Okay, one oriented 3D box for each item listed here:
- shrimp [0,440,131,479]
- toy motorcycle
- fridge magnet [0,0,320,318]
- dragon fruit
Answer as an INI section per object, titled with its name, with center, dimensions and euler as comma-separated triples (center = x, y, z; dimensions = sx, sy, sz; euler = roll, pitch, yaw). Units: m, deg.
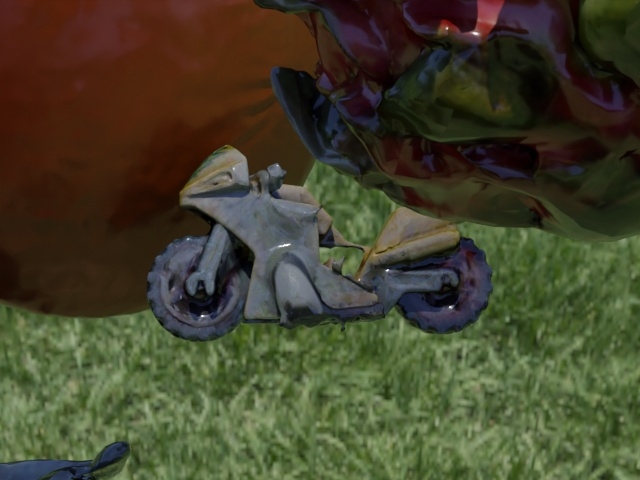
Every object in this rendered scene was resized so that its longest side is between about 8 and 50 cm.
[shrimp]
center = -0.228, 0.067, 0.358
dimensions = 0.360, 0.247, 0.085
euler = -2, 44, 8
[toy motorcycle]
center = 0.000, 0.000, 0.846
dimensions = 0.229, 0.094, 0.130
euler = -1, 81, -5
[fridge magnet]
center = -0.148, -0.123, 0.886
dimensions = 0.363, 0.363, 0.155
euler = -23, 25, -27
[dragon fruit]
center = 0.092, -0.145, 0.407
dimensions = 0.237, 0.303, 0.231
euler = 11, 32, -22
